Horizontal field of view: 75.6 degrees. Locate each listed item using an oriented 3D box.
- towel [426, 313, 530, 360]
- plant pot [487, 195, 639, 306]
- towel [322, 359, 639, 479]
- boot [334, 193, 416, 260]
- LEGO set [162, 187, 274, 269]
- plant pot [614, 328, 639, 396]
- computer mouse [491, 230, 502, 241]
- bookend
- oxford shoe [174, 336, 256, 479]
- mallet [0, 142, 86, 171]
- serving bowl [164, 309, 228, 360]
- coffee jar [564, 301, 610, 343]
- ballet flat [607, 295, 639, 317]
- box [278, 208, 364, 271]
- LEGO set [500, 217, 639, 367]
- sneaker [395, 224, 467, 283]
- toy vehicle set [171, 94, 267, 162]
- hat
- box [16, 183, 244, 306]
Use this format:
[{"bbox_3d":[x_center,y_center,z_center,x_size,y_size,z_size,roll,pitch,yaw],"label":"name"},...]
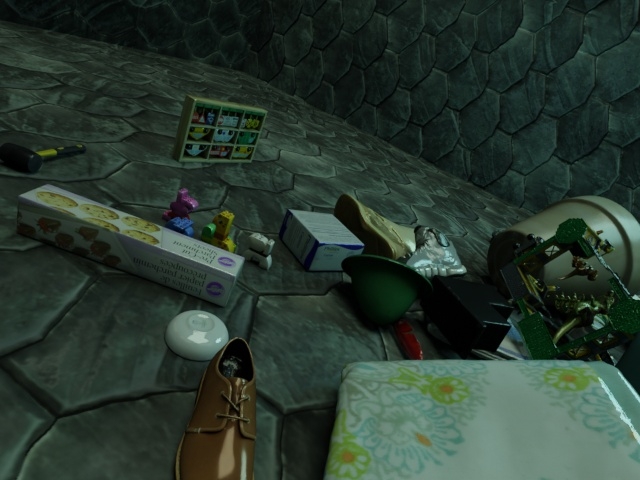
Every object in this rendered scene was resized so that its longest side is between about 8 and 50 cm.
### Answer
[{"bbox_3d":[0.320,0.160,0.889,0.209,0.034,0.285,23,22,4],"label":"towel"},{"bbox_3d":[0.626,0.049,1.111,0.280,0.323,0.323,-6,34,-22],"label":"plant pot"},{"bbox_3d":[0.157,0.234,0.367,0.320,0.090,0.374,-1,21,11],"label":"towel"},{"bbox_3d":[0.168,-0.022,1.050,0.203,0.095,0.262,3,32,-37],"label":"boot"},{"bbox_3d":[-0.189,-0.025,0.736,0.227,0.093,0.087,25,24,4],"label":"LEGO set"},{"bbox_3d":[0.495,0.288,0.529,0.292,0.235,0.293,19,23,-9],"label":"plant pot"},{"bbox_3d":[0.740,0.042,1.486,0.261,0.060,0.184,10,29,-2],"label":"computer mouse"},{"bbox_3d":[0.294,0.144,0.760,0.157,0.072,0.156,11,24,-23],"label":"bookend"},{"bbox_3d":[-0.097,0.183,0.414,0.076,0.076,0.212,16,26,-20],"label":"oxford shoe"},{"bbox_3d":[-0.524,-0.170,0.814,0.062,0.039,0.190,25,20,7],"label":"mallet"},{"bbox_3d":[-0.160,0.119,0.546,0.083,0.027,0.083,19,24,-9],"label":"serving bowl"},{"bbox_3d":[0.627,0.213,0.977,0.079,0.096,0.184,37,27,23],"label":"coffee jar"},{"bbox_3d":[0.902,0.226,1.124,0.139,0.139,0.400,21,21,-4],"label":"ballet flat"},{"bbox_3d":[0.000,0.000,0.883,0.126,0.072,0.137,3,30,-38],"label":"box"},{"bbox_3d":[0.517,0.138,0.808,0.192,0.255,0.331,34,26,-23],"label":"LEGO set"},{"bbox_3d":[0.203,0.031,0.899,0.228,0.086,0.132,1,66,-25],"label":"sneaker"},{"bbox_3d":[-0.272,-0.299,1.143,0.035,0.166,0.266,35,27,26],"label":"toy vehicle set"},{"bbox_3d":[0.097,0.142,0.732,0.172,0.184,0.208,29,-22,-17],"label":"hat"},{"bbox_3d":[-0.280,0.007,0.626,0.323,0.063,0.067,22,25,-5],"label":"box"}]
